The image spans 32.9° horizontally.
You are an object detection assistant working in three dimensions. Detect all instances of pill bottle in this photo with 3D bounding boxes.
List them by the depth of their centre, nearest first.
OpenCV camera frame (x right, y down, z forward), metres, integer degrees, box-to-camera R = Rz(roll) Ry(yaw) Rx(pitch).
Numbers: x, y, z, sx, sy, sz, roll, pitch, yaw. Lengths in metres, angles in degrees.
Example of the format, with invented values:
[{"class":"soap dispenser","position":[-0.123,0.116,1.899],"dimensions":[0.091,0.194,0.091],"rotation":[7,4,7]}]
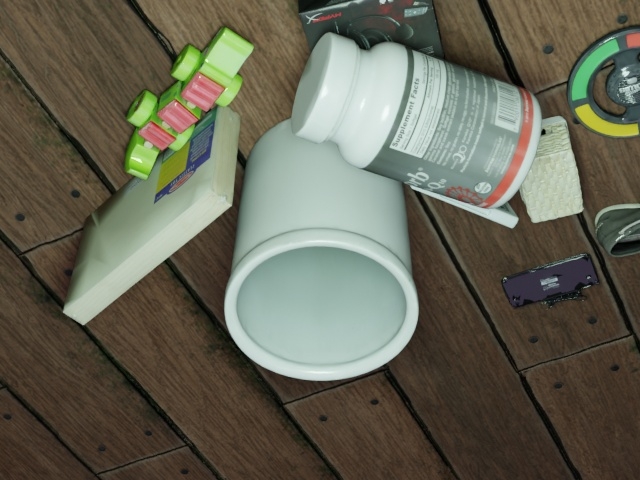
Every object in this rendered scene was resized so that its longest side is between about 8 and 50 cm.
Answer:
[{"class":"pill bottle","position":[0.151,-0.196,1.740],"dimensions":[0.362,0.210,0.210],"rotation":[17,129,-15]}]

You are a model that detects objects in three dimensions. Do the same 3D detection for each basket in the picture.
[{"class":"basket","position":[0.419,-0.128,2.011],"dimensions":[0.113,0.103,0.167],"rotation":[-14,128,11]}]

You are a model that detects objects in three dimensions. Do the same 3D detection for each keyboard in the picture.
[{"class":"keyboard","position":[0.480,0.091,2.255],"dimensions":[0.192,0.038,0.100],"rotation":[-17,105,16]}]

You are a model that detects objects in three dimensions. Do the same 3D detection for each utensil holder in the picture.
[{"class":"utensil holder","position":[0.000,0.000,1.940],"dimensions":[0.327,0.386,0.328],"rotation":[0,131,0]}]

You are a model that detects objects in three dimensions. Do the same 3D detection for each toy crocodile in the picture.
[{"class":"toy crocodile","position":[-0.242,-0.242,1.918],"dimensions":[0.115,0.105,0.340],"rotation":[34,122,-26]}]

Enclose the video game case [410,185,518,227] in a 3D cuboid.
[{"class":"video game case","position":[0.235,-0.111,1.949],"dimensions":[0.206,0.227,0.026],"rotation":[21,112,-17]}]

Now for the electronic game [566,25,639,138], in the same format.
[{"class":"electronic game","position":[0.552,-0.277,1.919],"dimensions":[0.229,0.048,0.229],"rotation":[1,131,1]}]

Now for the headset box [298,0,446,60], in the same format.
[{"class":"headset box","position":[0.102,-0.312,1.850],"dimensions":[0.218,0.110,0.293],"rotation":[-11,130,8]}]

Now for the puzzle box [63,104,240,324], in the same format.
[{"class":"puzzle box","position":[-0.306,-0.050,1.974],"dimensions":[0.409,0.272,0.052],"rotation":[-36,122,28]}]

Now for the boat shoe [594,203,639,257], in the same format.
[{"class":"boat shoe","position":[0.704,-0.030,2.098],"dimensions":[0.335,0.096,0.112],"rotation":[-11,130,10]}]
